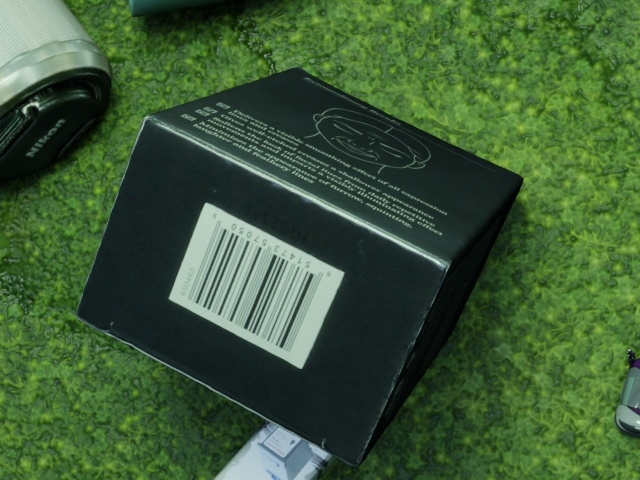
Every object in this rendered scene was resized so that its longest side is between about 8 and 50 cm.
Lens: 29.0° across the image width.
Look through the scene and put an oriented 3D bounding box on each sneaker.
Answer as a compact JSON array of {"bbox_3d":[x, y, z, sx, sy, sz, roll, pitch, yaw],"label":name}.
[{"bbox_3d":[0.432,0.175,1.322,0.223,0.083,0.098,9,77,9],"label":"sneaker"}]

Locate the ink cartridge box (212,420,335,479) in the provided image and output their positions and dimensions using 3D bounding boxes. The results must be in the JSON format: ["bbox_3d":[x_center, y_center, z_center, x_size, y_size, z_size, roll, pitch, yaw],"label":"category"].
[{"bbox_3d":[-0.025,0.222,1.338,0.082,0.139,0.191,40,88,9],"label":"ink cartridge box"}]

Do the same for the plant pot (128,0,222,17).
[{"bbox_3d":[-0.109,-0.407,1.388,0.235,0.293,0.293,-6,80,-9],"label":"plant pot"}]

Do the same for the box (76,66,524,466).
[{"bbox_3d":[0.000,0.000,1.222,0.293,0.395,0.212,27,111,11],"label":"box"}]

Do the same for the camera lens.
[{"bbox_3d":[-0.389,-0.219,1.415,0.219,0.219,0.274,-38,79,0],"label":"camera lens"}]
